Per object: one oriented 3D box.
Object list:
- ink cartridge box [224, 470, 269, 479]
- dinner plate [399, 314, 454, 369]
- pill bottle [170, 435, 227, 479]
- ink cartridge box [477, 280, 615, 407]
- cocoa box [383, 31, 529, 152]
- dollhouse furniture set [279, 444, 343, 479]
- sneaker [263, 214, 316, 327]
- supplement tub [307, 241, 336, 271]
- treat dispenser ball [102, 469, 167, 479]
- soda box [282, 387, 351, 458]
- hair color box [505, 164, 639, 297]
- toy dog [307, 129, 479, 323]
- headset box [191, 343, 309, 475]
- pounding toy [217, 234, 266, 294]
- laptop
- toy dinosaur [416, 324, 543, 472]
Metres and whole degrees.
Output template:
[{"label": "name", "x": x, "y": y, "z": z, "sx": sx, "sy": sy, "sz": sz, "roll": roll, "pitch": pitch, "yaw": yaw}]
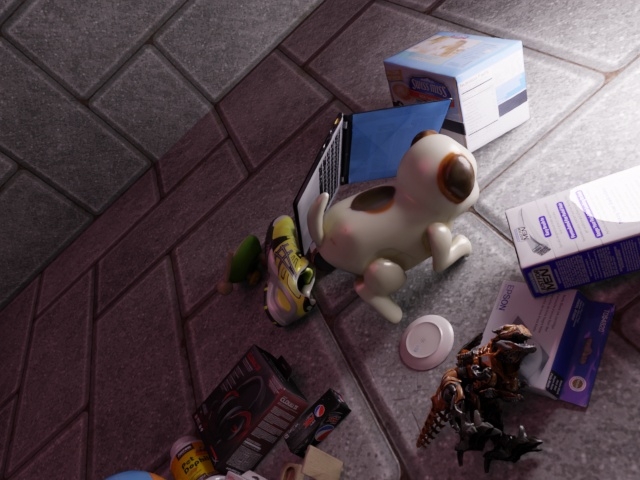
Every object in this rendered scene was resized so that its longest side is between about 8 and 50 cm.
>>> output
[{"label": "ink cartridge box", "x": -0.187, "y": 0.622, "z": 1.209, "sx": 0.092, "sy": 0.090, "sz": 0.143, "roll": -1, "pitch": 57, "yaw": 44}, {"label": "dinner plate", "x": 0.246, "y": 0.236, "z": 1.206, "sx": 0.141, "sy": 0.017, "sz": 0.141, "roll": -27, "pitch": 41, "yaw": 27}, {"label": "pill bottle", "x": -0.316, "y": 0.603, "z": 1.329, "sx": 0.117, "sy": 0.117, "sz": 0.215, "roll": -53, "pitch": 37, "yaw": -9}, {"label": "ink cartridge box", "x": 0.441, "y": 0.195, "z": 1.027, "sx": 0.223, "sy": 0.045, "sz": 0.223, "roll": 5, "pitch": 60, "yaw": 46}, {"label": "cocoa box", "x": 0.382, "y": -0.439, "z": 1.472, "sx": 0.231, "sy": 0.228, "sz": 0.347, "roll": -31, "pitch": 35, "yaw": -12}, {"label": "dollhouse furniture set", "x": -0.061, "y": 0.537, "z": 1.136, "sx": 0.151, "sy": 0.123, "sz": 0.144, "roll": -9, "pitch": 51, "yaw": 40}, {"label": "sneaker", "x": -0.083, "y": 0.081, "z": 1.589, "sx": 0.147, "sy": 0.145, "sz": 0.385, "roll": -20, "pitch": 54, "yaw": 20}, {"label": "supplement tub", "x": 0.000, "y": 0.000, "z": 1.589, "sx": 0.106, "sy": 0.106, "sz": 0.198, "roll": -38, "pitch": 38, "yaw": 11}, {"label": "treat dispenser ball", "x": -0.464, "y": 0.711, "z": 1.231, "sx": 0.288, "sy": 0.288, "sz": 0.288, "roll": -26, "pitch": 41, "yaw": 25}, {"label": "soda box", "x": -0.009, "y": 0.440, "z": 1.233, "sx": 0.169, "sy": 0.053, "sz": 0.060, "roll": -46, "pitch": 37, "yaw": 2}, {"label": "hair color box", "x": 0.566, "y": -0.025, "z": 1.025, "sx": 0.338, "sy": 0.110, "sz": 0.185, "roll": -19, "pitch": 37, "yaw": 23}, {"label": "toy dog", "x": 0.200, "y": -0.077, "z": 1.248, "sx": 0.408, "sy": 0.395, "sz": 0.285, "roll": -44, "pitch": 24, "yaw": 15}, {"label": "headset box", "x": -0.180, "y": 0.437, "z": 1.356, "sx": 0.293, "sy": 0.110, "sz": 0.218, "roll": -48, "pitch": 36, "yaw": -2}, {"label": "pounding toy", "x": -0.238, "y": 0.092, "z": 1.724, "sx": 0.183, "sy": 0.110, "sz": 0.237, "roll": -66, "pitch": -9, "yaw": 22}, {"label": "laptop", "x": 0.126, "y": -0.147, "z": 1.344, "sx": 0.236, "sy": 0.382, "sz": 0.408, "roll": 23, "pitch": 73, "yaw": 9}, {"label": "toy dinosaur", "x": 0.304, "y": 0.308, "z": 0.987, "sx": 0.218, "sy": 0.164, "sz": 0.322, "roll": -104, "pitch": 22, "yaw": -51}]
